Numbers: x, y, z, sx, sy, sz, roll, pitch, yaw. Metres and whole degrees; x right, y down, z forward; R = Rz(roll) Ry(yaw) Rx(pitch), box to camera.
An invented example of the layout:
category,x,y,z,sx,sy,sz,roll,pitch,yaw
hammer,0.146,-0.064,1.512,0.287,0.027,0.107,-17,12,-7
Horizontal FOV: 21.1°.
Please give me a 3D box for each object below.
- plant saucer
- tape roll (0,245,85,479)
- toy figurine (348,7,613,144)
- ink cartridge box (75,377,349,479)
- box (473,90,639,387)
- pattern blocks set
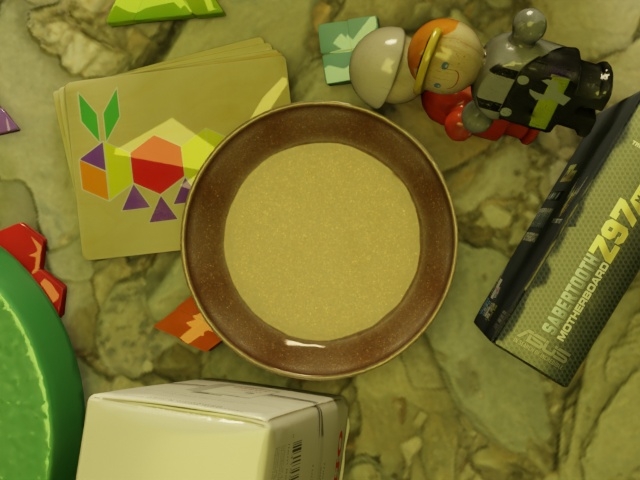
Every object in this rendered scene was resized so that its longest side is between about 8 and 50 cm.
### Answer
category,x,y,z,sx,sy,sz,roll,pitch,yaw
plant saucer,0.000,0.000,1.229,0.198,0.036,0.199,0,89,6
tape roll,-0.336,0.133,1.256,0.321,0.077,0.321,1,93,11
toy figurine,0.115,-0.173,1.157,0.148,0.209,0.213,16,92,-10
ink cartridge box,-0.071,0.202,1.134,0.117,0.283,0.207,8,89,11
box,0.175,-0.003,1.135,0.059,0.232,0.183,32,92,1
pattern blocks set,-0.106,-0.062,1.275,0.324,0.026,0.286,2,88,7
